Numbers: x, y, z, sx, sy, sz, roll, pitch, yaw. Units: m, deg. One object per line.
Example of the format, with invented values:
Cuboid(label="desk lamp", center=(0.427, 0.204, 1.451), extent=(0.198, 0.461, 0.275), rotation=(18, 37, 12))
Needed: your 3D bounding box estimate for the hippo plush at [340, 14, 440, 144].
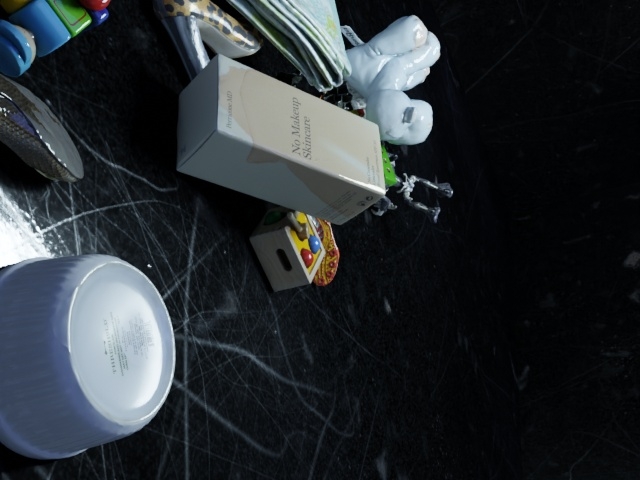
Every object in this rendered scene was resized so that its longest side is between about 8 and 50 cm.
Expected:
Cuboid(label="hippo plush", center=(0.170, -0.343, 1.664), extent=(0.294, 0.234, 0.237), rotation=(13, 50, -47))

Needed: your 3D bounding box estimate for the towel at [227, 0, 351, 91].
Cuboid(label="towel", center=(-0.082, -0.468, 1.330), extent=(0.320, 0.090, 0.375), rotation=(39, 28, -42))

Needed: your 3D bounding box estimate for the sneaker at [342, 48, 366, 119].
Cuboid(label="sneaker", center=(0.113, -0.372, 1.879), extent=(0.292, 0.110, 0.118), rotation=(41, 50, -54))

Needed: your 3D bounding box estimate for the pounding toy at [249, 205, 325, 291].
Cuboid(label="pounding toy", center=(-0.050, -0.003, 1.276), extent=(0.141, 0.100, 0.130), rotation=(66, 24, -22))

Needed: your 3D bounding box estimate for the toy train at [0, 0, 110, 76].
Cuboid(label="toy train", center=(-0.347, -0.304, 0.780), extent=(0.248, 0.105, 0.143), rotation=(57, 46, -29))

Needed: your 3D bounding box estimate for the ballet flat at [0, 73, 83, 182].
Cuboid(label="ballet flat", center=(-0.332, -0.132, 0.762), extent=(0.084, 0.058, 0.250), rotation=(64, 8, 33))

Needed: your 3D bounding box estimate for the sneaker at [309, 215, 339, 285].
Cuboid(label="sneaker", center=(0.000, 0.000, 1.446), extent=(0.067, 0.064, 0.175), rotation=(-165, -109, -85))

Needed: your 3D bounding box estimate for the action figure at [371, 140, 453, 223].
Cuboid(label="action figure", center=(0.176, -0.137, 1.839), extent=(0.275, 0.141, 0.164), rotation=(23, 80, -16))

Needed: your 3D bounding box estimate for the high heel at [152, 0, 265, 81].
Cuboid(label="high heel", center=(-0.172, -0.381, 1.213), extent=(0.261, 0.093, 0.186), rotation=(-59, 135, -50))

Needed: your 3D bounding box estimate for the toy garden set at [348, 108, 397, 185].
Cuboid(label="toy garden set", center=(0.050, -0.226, 1.669), extent=(0.244, 0.049, 0.204), rotation=(14, 50, -46))

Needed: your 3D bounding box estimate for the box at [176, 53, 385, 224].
Cuboid(label="box", center=(-0.058, -0.146, 1.155), extent=(0.311, 0.121, 0.148), rotation=(16, 57, -35))

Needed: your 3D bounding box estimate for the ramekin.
Cuboid(label="ramekin", center=(-0.239, 0.110, 0.758), extent=(0.207, 0.109, 0.207), rotation=(46, 37, -50))

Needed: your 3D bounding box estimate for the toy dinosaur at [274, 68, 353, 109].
Cuboid(label="toy dinosaur", center=(-0.026, -0.215, 1.446), extent=(0.322, 0.164, 0.219), rotation=(-99, -174, -46))
